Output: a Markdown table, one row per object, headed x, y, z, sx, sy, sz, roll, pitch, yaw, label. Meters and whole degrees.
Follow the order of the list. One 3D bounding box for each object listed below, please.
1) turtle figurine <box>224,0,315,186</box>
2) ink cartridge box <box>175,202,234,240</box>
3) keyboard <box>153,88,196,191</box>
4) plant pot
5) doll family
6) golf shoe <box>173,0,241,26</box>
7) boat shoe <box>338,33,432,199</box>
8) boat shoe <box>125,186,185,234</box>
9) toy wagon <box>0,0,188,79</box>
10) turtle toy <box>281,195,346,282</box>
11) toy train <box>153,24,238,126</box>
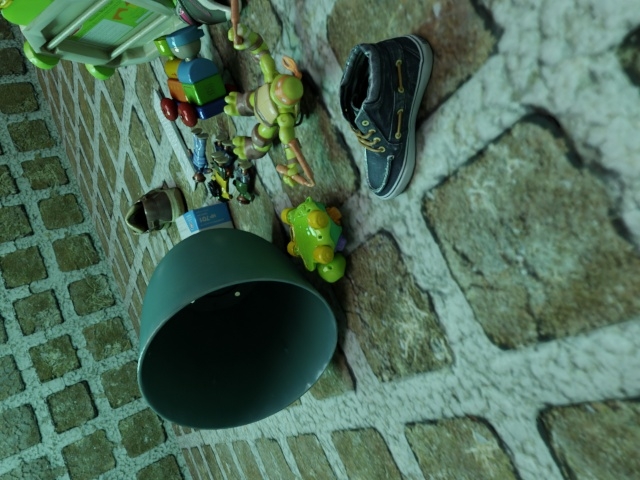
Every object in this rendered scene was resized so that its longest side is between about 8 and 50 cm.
| x | y | z | sx | sy | sz | roll | pitch | yaw | label |
| --- | --- | --- | --- | --- | --- | --- | --- | --- | --- |
| -0.074 | -0.199 | 0.670 | 0.217 | 0.087 | 0.269 | -2 | 113 | 65 | turtle figurine |
| -0.234 | 0.024 | 1.045 | 0.140 | 0.082 | 0.190 | -13 | 94 | 59 | ink cartridge box |
| -0.347 | -0.239 | 1.144 | 0.256 | 0.014 | 0.072 | 62 | 148 | 14 | keyboard |
| -0.153 | 0.115 | 0.788 | 0.235 | 0.293 | 0.293 | -126 | 33 | -51 | plant pot |
| -0.193 | -0.131 | 0.912 | 0.193 | 0.076 | 0.111 | 52 | 149 | 36 | doll family |
| -0.207 | -0.430 | 0.671 | 0.120 | 0.105 | 0.273 | 24 | 164 | 39 | golf shoe |
| 0.056 | -0.120 | 0.510 | 0.065 | 0.083 | 0.183 | 41 | 138 | 40 | boat shoe |
| -0.482 | -0.076 | 1.335 | 0.342 | 0.123 | 0.123 | 1 | 107 | 57 | boat shoe |
| -0.378 | -0.370 | 0.799 | 0.267 | 0.344 | 0.068 | -19 | 89 | 29 | toy wagon |
| 0.000 | 0.000 | 0.680 | 0.095 | 0.066 | 0.130 | 12 | 117 | 55 | turtle toy |
| -0.250 | -0.296 | 0.848 | 0.248 | 0.105 | 0.143 | 28 | 142 | 49 | toy train |
